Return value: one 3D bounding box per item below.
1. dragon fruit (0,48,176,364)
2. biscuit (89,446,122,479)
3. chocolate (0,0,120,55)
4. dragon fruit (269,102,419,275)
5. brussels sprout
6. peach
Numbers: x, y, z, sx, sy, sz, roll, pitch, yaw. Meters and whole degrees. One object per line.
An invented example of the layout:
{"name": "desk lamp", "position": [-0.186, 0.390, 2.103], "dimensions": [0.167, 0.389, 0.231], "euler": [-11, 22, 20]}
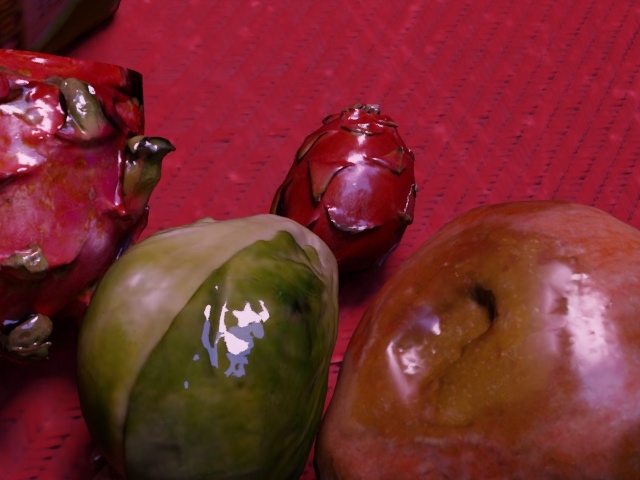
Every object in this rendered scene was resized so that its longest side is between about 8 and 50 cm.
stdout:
{"name": "dragon fruit", "position": [-0.167, -0.017, 0.662], "dimensions": [0.160, 0.167, 0.172], "euler": [8, 87, -59]}
{"name": "biscuit", "position": [-0.099, 0.143, 0.673], "dimensions": [0.078, 0.015, 0.091], "euler": [36, 56, 4]}
{"name": "chocolate", "position": [-0.270, -0.251, 0.691], "dimensions": [0.301, 0.289, 0.137], "euler": [31, 67, 1]}
{"name": "dragon fruit", "position": [0.000, 0.000, 0.760], "dimensions": [0.094, 0.094, 0.190], "euler": [31, 78, 1]}
{"name": "brussels sprout", "position": [-0.056, 0.062, 0.624], "dimensions": [0.131, 0.145, 0.183], "euler": [-3, 65, 31]}
{"name": "peach", "position": [0.108, 0.098, 0.657], "dimensions": [0.235, 0.214, 0.214], "euler": [-32, 73, -10]}
